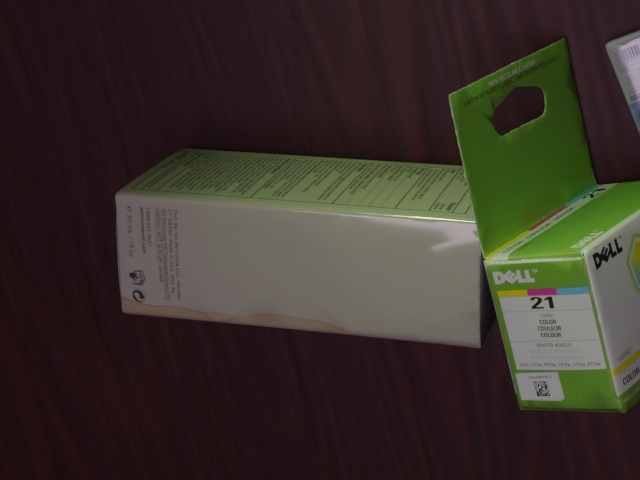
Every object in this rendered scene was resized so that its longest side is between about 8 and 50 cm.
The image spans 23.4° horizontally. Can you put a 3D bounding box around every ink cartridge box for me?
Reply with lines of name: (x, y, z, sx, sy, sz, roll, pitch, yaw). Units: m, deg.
ink cartridge box: (0.210, -0.018, 1.202, 0.097, 0.189, 0.255, -3, 107, 41)

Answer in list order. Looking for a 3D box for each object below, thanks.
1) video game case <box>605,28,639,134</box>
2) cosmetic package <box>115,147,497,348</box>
video game case: (0.327, -0.120, 1.237, 0.157, 0.019, 0.143, -20, 100, 21)
cosmetic package: (0.000, 0.000, 1.303, 0.309, 0.160, 0.113, 6, 110, 17)
